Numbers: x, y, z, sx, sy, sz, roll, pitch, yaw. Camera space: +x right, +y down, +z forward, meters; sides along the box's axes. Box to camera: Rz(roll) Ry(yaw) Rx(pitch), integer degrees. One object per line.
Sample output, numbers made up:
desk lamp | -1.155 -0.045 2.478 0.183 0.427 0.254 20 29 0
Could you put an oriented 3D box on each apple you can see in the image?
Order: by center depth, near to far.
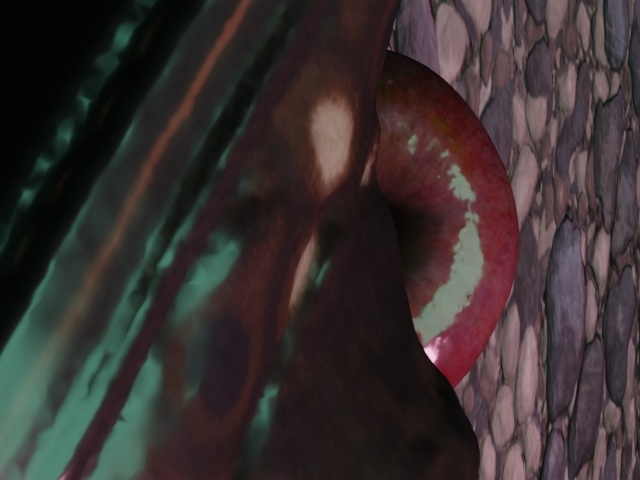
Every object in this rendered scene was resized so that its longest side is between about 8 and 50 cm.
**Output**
apple | 0.000 0.000 0.715 0.120 0.153 0.153 158 -63 -72

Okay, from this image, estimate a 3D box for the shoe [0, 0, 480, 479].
shoe | -0.039 -0.005 0.555 0.237 0.171 0.384 58 39 -40
